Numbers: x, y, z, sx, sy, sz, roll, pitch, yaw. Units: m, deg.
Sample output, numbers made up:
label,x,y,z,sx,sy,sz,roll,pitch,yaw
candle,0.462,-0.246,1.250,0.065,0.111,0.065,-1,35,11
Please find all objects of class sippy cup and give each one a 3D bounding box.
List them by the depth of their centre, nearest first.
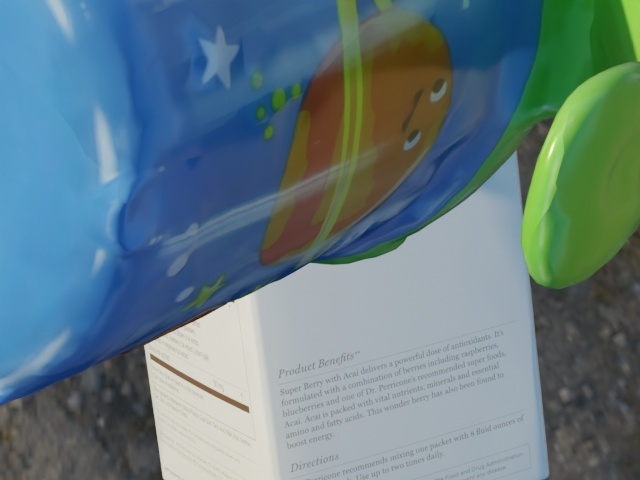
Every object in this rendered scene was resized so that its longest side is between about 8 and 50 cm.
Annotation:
label,x,y,z,sx,sy,sz,roll,pitch,yaw
sippy cup,-0.068,-0.069,0.541,0.305,0.224,0.240,-19,101,35

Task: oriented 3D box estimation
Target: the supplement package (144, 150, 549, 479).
label,x,y,z,sx,sy,sz,roll,pitch,yaw
supplement package,0.000,0.000,1.049,0.177,0.175,0.293,-13,104,-25
